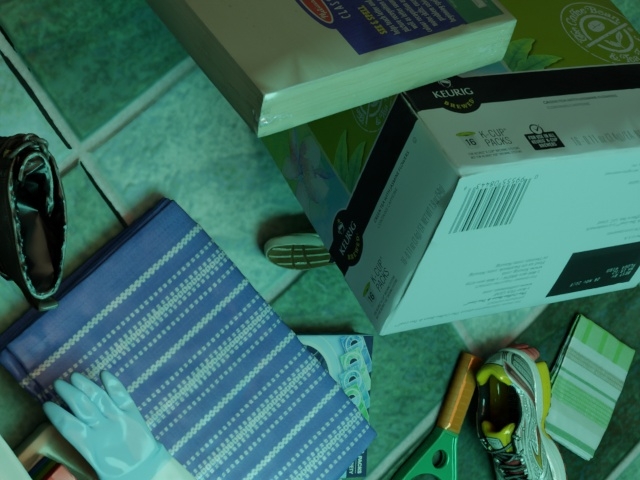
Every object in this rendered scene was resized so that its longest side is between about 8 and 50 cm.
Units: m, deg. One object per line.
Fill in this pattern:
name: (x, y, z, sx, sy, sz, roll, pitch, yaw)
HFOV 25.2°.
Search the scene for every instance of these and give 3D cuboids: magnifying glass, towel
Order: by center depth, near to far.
towel: (-0.128, 0.152, 1.415, 0.243, 0.040, 0.336, -44, 99, -23)
magnifying glass: (0.136, 0.240, 1.636, 0.092, 0.026, 0.231, 26, 82, -30)
towel: (0.320, 0.179, 1.746, 0.113, 0.023, 0.152, 34, 74, -31)

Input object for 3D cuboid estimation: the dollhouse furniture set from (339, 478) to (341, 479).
dollhouse furniture set: (-0.030, 0.318, 1.539, 0.152, 0.058, 0.076, -28, 100, -47)

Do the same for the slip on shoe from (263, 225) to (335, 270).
slip on shoe: (0.000, 0.000, 1.526, 0.135, 0.051, 0.041, -4, 56, -23)

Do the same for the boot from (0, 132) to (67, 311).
boot: (-0.283, -0.078, 1.236, 0.091, 0.229, 0.263, -15, 101, -30)

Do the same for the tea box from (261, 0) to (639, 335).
tea box: (0.154, -0.114, 1.418, 0.329, 0.323, 0.220, -9, 140, -31)

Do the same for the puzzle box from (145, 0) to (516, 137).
puzzle box: (-0.049, -0.274, 1.305, 0.272, 0.409, 0.052, -19, 145, -29)

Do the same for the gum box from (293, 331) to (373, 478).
gum box: (-0.034, 0.176, 1.515, 0.184, 0.041, 0.157, 1, 92, -30)

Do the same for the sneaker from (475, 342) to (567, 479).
sneaker: (0.218, 0.236, 1.639, 0.093, 0.088, 0.225, -12, 92, -50)

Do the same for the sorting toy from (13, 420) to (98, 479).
sorting toy: (-0.253, 0.353, 1.348, 0.257, 0.089, 0.255, -46, 109, -18)

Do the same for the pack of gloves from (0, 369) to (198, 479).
pack of gloves: (-0.201, 0.245, 1.297, 0.195, 0.046, 0.232, -45, 109, -24)
